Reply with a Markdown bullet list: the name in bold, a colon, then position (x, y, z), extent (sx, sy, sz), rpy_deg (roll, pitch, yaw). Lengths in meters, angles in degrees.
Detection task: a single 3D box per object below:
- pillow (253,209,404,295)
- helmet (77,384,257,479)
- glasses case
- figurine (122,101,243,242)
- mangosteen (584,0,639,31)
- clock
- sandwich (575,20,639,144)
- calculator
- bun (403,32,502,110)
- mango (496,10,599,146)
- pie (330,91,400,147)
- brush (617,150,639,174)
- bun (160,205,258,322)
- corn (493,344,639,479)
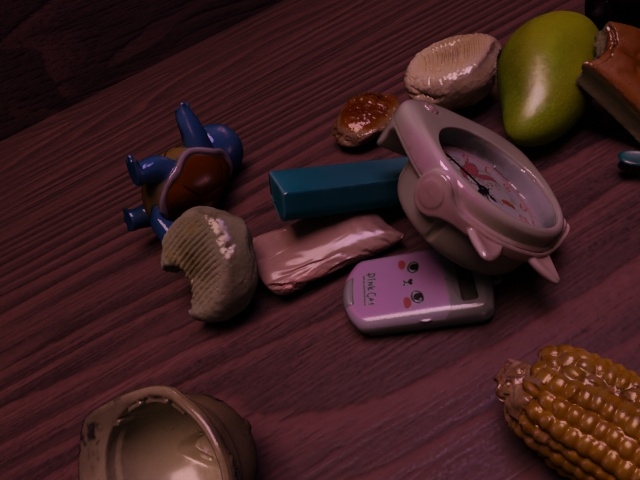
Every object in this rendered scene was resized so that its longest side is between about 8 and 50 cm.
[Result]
- **pillow**: position (0.000, 0.000, 0.828), extent (0.270, 0.067, 0.173), rpy_deg (-25, 42, -3)
- **helmet**: position (-0.170, 0.280, 0.567), extent (0.257, 0.137, 0.204), rpy_deg (-9, 82, 28)
- **glasses case**: position (0.063, -0.097, 0.821), extent (0.300, 0.070, 0.117), rpy_deg (-10, 31, -15)
- **figurine**: position (-0.315, -0.137, 1.008), extent (0.242, 0.298, 0.417), rpy_deg (10, 47, -9)
- **mangosteen**: position (0.720, -0.536, 0.964), extent (0.249, 0.212, 0.212), rpy_deg (16, 49, -1)
- **clock**: position (0.231, -0.068, 0.669), extent (0.109, 0.264, 0.325), rpy_deg (-54, 29, 38)
- **sandwich**: position (0.584, -0.312, 0.786), extent (0.245, 0.063, 0.212), rpy_deg (-42, 86, -20)
- **calculator**: position (0.155, 0.076, 0.693), extent (0.245, 0.045, 0.141), rpy_deg (-10, 44, 15)
- **bun**: position (0.305, -0.369, 1.017), extent (0.220, 0.134, 0.221), rpy_deg (-18, 43, 18)
- **mango**: position (0.440, -0.317, 0.874), extent (0.192, 0.156, 0.343), rpy_deg (22, 62, 14)
- **pie**: position (0.116, -0.294, 1.073), extent (0.163, 0.079, 0.194), rpy_deg (12, 51, 28)
- **brush**: position (0.582, -0.117, 0.708), extent (0.193, 0.032, 0.043), rpy_deg (10, 46, 17)
- **bun**: position (-0.192, 0.042, 0.814), extent (0.203, 0.126, 0.213), rpy_deg (-18, 80, 35)
- **corn**: position (0.330, 0.210, 0.412), extent (0.346, 0.130, 0.130), rpy_deg (27, 62, 38)
